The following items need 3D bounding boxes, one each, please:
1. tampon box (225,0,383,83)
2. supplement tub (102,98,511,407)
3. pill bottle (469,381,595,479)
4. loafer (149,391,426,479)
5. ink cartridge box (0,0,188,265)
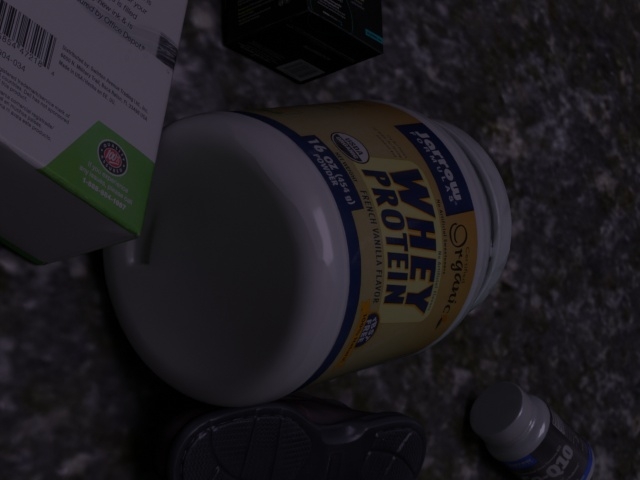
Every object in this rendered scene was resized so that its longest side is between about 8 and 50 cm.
[{"bbox_3d":[-0.017,-0.250,1.543,0.120,0.101,0.161,23,58,-48],"label":"tampon box"},{"bbox_3d":[0.000,0.000,1.361,0.316,0.228,0.228,-12,87,-54],"label":"supplement tub"},{"bbox_3d":[0.217,0.207,1.700,0.137,0.078,0.078,42,46,-36],"label":"pill bottle"},{"bbox_3d":[-0.038,0.176,1.382,0.302,0.095,0.109,8,101,-47],"label":"loafer"},{"bbox_3d":[-0.213,-0.150,1.227,0.198,0.115,0.273,37,49,-40],"label":"ink cartridge box"}]
